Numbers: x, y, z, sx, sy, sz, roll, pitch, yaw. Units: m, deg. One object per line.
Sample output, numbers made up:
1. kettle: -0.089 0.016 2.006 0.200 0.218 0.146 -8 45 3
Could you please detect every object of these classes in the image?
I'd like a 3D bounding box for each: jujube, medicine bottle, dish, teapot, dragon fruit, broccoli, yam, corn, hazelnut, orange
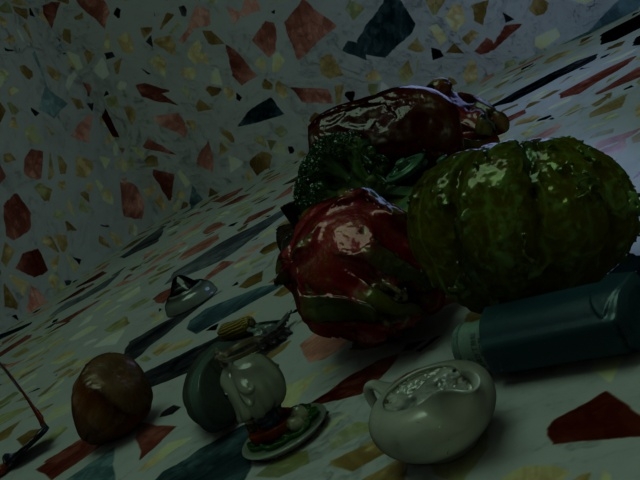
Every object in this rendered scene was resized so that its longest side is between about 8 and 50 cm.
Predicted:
1. jujube: 0.136 -0.203 2.054 0.317 0.223 0.223 -6 14 5
2. medicine bottle: 0.275 0.095 1.147 0.258 0.079 0.124 -19 20 40
3. dish: -0.333 0.119 2.446 0.141 0.078 0.141 -27 11 6
4. teapot: 0.117 0.187 1.089 0.145 0.092 0.226 -32 11 -31
5. dragon fruit: 0.290 -0.233 2.261 0.227 0.243 0.307 -10 40 -31
6. broccoli: 0.041 -0.108 1.797 0.156 0.195 0.195 25 40 23
7. yam: -0.064 0.004 2.329 0.079 0.079 0.141 -28 13 0
8. corn: -0.162 0.170 1.933 0.092 0.037 0.037 -16 16 38
9. hazelnut: -0.369 0.276 1.722 0.150 0.150 0.150 -27 12 6
10. dragon fruit: 0.066 0.048 1.491 0.231 0.237 0.302 -51 27 -9
11. orange: 0.263 -0.015 1.285 0.301 0.223 0.300 -8 -2 3

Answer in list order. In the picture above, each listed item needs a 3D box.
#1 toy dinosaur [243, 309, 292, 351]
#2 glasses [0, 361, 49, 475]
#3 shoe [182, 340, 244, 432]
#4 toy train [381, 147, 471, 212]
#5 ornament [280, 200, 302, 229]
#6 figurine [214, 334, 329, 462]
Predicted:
1. toy dinosaur: -0.110 0.178 1.773 0.082 0.039 0.209 -13 20 47
2. glasses: -0.671 0.329 1.879 0.234 0.268 0.118 -34 -6 -18
3. shoe: -0.175 0.231 1.558 0.100 0.103 0.251 -24 7 13
4. toy train: 0.169 -0.040 1.813 0.253 0.160 0.397 -39 12 -10
5. ornament: 0.000 0.000 2.100 0.153 0.166 0.196 -25 27 21
6. figurine: -0.076 0.198 1.327 0.132 0.154 0.132 -26 12 6
